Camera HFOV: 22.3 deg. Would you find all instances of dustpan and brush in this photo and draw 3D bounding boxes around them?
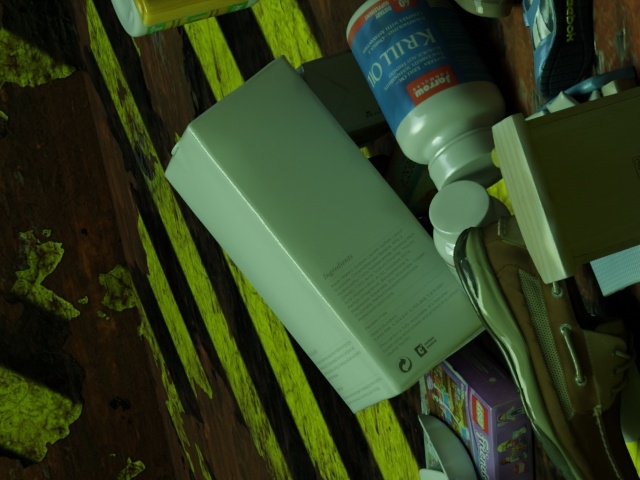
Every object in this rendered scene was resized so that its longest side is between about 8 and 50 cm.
[{"bbox_3d":[0.159,0.292,1.975,0.211,0.060,0.147,173,80,-72],"label":"dustpan and brush"}]

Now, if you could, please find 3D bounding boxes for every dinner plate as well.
[{"bbox_3d":[0.296,0.146,1.693,0.141,0.017,0.141,162,90,-74],"label":"dinner plate"}]

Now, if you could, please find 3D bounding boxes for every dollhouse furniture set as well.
[{"bbox_3d":[0.236,0.005,1.438,0.303,0.198,0.286,150,103,-73],"label":"dollhouse furniture set"}]

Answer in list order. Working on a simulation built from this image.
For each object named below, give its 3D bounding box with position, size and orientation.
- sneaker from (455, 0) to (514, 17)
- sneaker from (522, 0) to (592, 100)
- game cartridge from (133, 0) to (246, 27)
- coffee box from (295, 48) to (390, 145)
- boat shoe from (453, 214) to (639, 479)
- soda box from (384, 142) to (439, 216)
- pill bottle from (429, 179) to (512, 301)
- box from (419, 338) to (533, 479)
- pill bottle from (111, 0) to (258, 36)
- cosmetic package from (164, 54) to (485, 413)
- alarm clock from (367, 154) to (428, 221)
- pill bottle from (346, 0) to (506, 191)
[{"bbox_3d":[0.147,-0.289,1.683,0.188,0.066,0.071,40,127,51],"label":"sneaker"},{"bbox_3d":[0.221,-0.204,1.530,0.059,0.053,0.144,-136,42,-56],"label":"sneaker"},{"bbox_3d":[-0.096,-0.412,1.842,0.053,0.323,0.285,117,133,-69],"label":"game cartridge"},{"bbox_3d":[0.020,-0.166,2.027,0.246,0.141,0.098,153,99,-72],"label":"coffee box"},{"bbox_3d":[0.250,0.117,1.602,0.324,0.120,0.122,62,-165,-3],"label":"boat shoe"},{"bbox_3d":[0.126,-0.098,1.905,0.183,0.058,0.063,107,142,-62],"label":"soda box"},{"bbox_3d":[0.172,0.005,1.725,0.087,0.087,0.160,58,-178,39],"label":"pill bottle"},{"bbox_3d":[0.197,0.269,2.038,0.201,0.057,0.293,-132,30,-54],"label":"box"},{"bbox_3d":[-0.158,-0.370,2.200,0.136,0.245,0.136,163,90,-73],"label":"pill bottle"},{"bbox_3d":[0.000,0.000,1.883,0.385,0.156,0.217,53,162,0],"label":"cosmetic package"},{"bbox_3d":[0.075,-0.052,2.093,0.192,0.064,0.129,-135,29,-58],"label":"alarm clock"},{"bbox_3d":[0.124,-0.160,1.744,0.124,0.124,0.221,105,143,-60],"label":"pill bottle"}]
